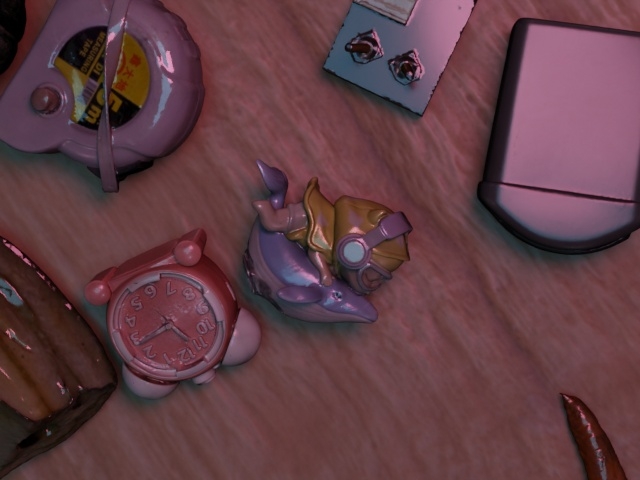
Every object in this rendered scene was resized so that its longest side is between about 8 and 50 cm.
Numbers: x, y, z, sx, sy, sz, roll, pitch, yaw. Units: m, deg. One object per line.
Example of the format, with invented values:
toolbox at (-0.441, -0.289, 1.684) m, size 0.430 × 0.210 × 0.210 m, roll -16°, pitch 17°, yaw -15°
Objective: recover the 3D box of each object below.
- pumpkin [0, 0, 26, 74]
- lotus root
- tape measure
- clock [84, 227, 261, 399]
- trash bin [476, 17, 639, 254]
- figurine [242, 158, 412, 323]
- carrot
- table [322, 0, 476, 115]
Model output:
pumpkin at (-0.428, -0.249, 1.121) m, size 0.221 × 0.162 × 0.220 m, roll 0°, pitch 85°, yaw 0°
lotus root at (-0.396, 0.117, 1.156) m, size 0.314 × 0.210 × 0.142 m, roll 47°, pitch 134°, yaw -4°
tape measure at (-0.225, -0.169, 1.126) m, size 0.197 × 0.120 × 0.236 m, roll 35°, pitch 102°, yaw 8°
clock at (-0.161, 0.085, 1.162) m, size 0.166 × 0.093 × 0.162 m, roll -23°, pitch 101°, yaw 7°
trash bin at (0.263, -0.103, 1.097) m, size 0.177 × 0.101 × 0.236 m, roll 9°, pitch 93°, yaw 7°
figurine at (0.000, 0.000, 1.118) m, size 0.184 × 0.128 × 0.208 m, roll -31°, pitch 86°, yaw 5°
carrot at (0.319, 0.267, 1.147) m, size 0.057 × 0.057 × 0.224 m, roll -22°, pitch 87°, yaw 7°
table at (0.104, -0.265, 1.091) m, size 0.122 × 0.111 × 0.240 m, roll 25°, pitch 96°, yaw 4°
